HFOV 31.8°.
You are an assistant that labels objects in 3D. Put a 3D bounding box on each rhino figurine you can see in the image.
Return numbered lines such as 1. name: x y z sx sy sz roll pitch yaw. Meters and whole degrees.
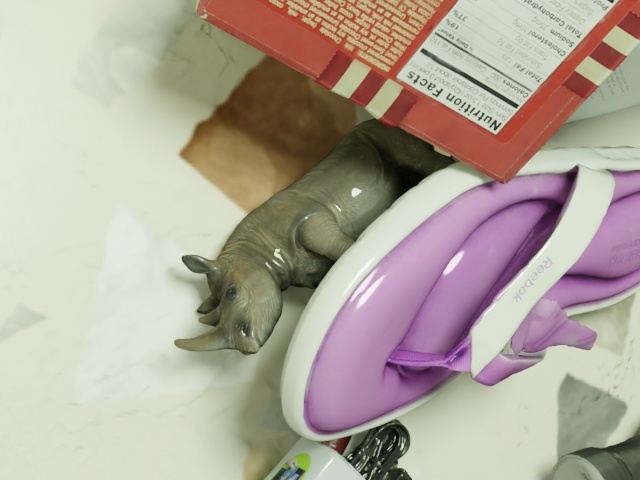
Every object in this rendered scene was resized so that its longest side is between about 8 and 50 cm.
1. rhino figurine: 0.000 0.000 0.735 0.243 0.106 0.073 -37 144 -25

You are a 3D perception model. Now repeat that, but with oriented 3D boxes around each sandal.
1. sandal: 0.148 0.022 0.742 0.416 0.102 0.169 -22 129 -39

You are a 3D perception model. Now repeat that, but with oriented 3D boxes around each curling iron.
1. curling iron: 0.059 0.058 0.793 0.068 0.035 0.274 25 74 -29

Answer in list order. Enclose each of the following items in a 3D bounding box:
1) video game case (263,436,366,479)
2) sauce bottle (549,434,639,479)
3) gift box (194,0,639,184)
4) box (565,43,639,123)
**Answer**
1. video game case: 0.005 0.305 0.706 0.244 0.061 0.269 -47 107 -14
2. sauce bottle: 0.333 0.166 0.891 0.344 0.111 0.112 -8 89 -27
3. gift box: 0.100 -0.234 0.667 0.255 0.276 0.258 30 34 -21
4. box: 0.220 -0.152 0.823 0.130 0.170 0.091 -28 98 -29
